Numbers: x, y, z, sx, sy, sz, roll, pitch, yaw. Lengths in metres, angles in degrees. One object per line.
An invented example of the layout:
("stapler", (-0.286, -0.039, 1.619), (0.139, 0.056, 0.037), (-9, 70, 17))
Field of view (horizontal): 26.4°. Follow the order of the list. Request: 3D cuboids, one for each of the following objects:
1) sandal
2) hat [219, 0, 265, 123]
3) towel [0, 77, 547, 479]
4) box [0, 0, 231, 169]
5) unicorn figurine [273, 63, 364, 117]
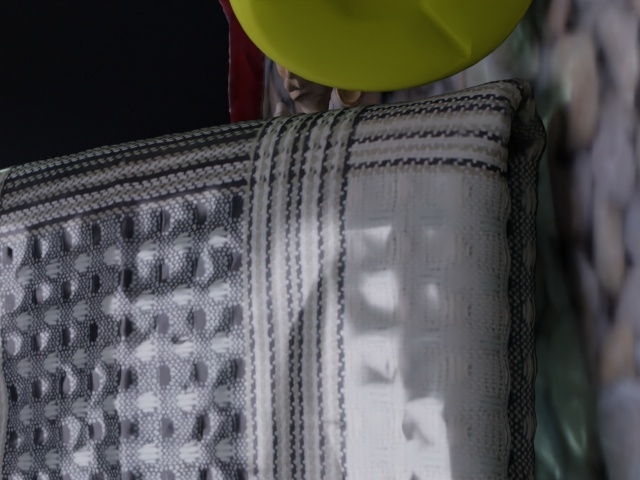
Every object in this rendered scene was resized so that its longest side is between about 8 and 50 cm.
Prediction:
("sandal", (0.012, -0.210, 0.382), (0.138, 0.126, 0.317), (-112, 27, -56))
("hat", (0.006, -0.179, 0.519), (0.183, 0.173, 0.208), (51, 153, -4))
("towel", (-0.068, 0.122, 0.459), (0.312, 0.056, 0.324), (-6, 78, 36))
("box", (-0.159, -0.134, 0.817), (0.294, 0.182, 0.296), (-163, 72, -70))
("unicorn figurine", (0.000, 0.000, 0.549), (0.111, 0.060, 0.162), (104, 175, -77))
